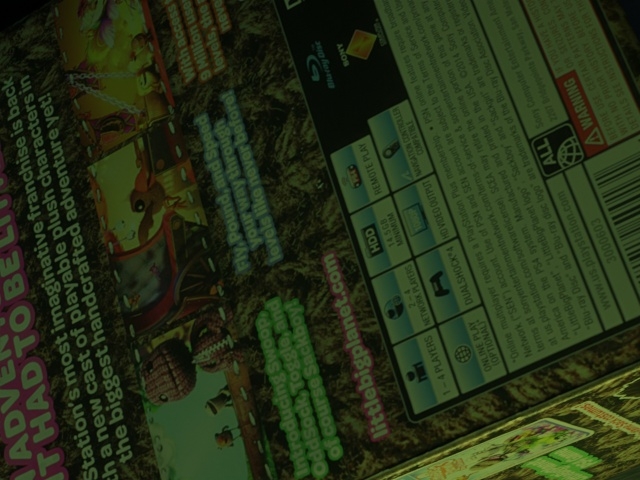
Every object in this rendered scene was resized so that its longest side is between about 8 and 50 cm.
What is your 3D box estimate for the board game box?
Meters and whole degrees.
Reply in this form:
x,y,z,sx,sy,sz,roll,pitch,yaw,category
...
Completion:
x,y,z,sx,sy,sz,roll,pitch,yaw,category
0.000,0.000,0.517,0.291,0.232,0.141,-26,154,19,board game box
